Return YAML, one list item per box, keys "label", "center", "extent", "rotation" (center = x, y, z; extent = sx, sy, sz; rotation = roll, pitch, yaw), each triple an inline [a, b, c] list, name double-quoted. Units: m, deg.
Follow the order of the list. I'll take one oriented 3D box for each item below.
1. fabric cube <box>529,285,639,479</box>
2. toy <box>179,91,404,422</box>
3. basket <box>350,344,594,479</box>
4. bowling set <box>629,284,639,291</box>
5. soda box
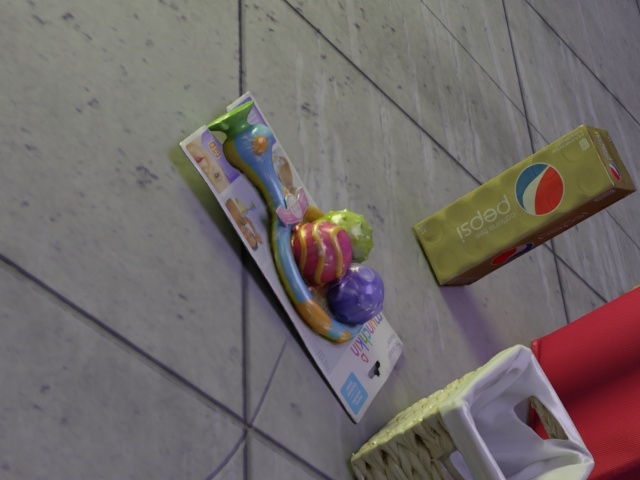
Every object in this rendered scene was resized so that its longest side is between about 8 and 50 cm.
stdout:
- label: "fabric cube"
  center: [0.353, 0.184, 1.340]
  extent: [0.259, 0.258, 0.254]
  rotation: [49, 28, -20]
- label: "toy"
  center: [0.000, 0.000, 1.136]
  extent: [0.237, 0.056, 0.137]
  rotation: [56, 27, -8]
- label: "basket"
  center: [0.110, 0.159, 1.109]
  extent: [0.113, 0.103, 0.167]
  rotation: [61, 26, 2]
- label: "bowling set"
  center: [0.426, 0.176, 1.653]
  extent: [0.287, 0.154, 0.199]
  rotation: [-76, 148, -58]
- label: "soda box"
  center: [0.174, -0.027, 1.329]
  extent: [0.058, 0.181, 0.061]
  rotation: [3, 60, -60]
